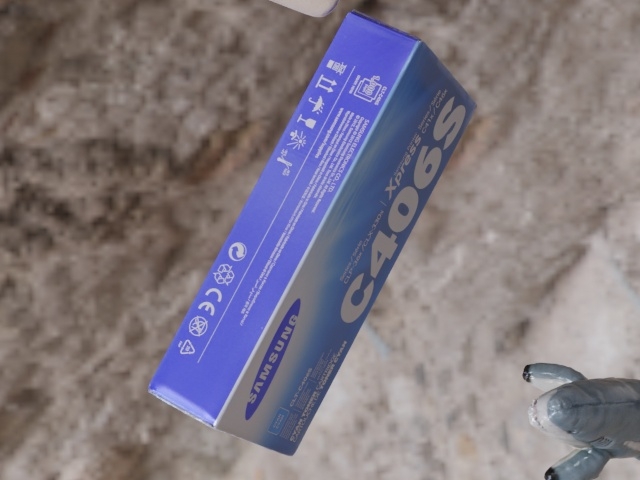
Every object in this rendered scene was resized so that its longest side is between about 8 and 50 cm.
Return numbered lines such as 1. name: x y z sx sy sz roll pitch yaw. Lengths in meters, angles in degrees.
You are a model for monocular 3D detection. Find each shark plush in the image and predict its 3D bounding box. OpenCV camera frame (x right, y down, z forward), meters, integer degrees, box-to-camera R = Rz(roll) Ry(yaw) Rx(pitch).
1. shark plush: 0.189 0.103 0.993 0.067 0.161 0.073 130 145 -60

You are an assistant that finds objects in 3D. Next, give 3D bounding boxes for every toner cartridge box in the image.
1. toner cartridge box: 0.000 0.000 1.452 0.075 0.165 0.348 26 87 27

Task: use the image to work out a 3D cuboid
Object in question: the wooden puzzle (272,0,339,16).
1. wooden puzzle: -0.042 -0.321 1.488 0.044 0.221 0.238 84 -150 -70
